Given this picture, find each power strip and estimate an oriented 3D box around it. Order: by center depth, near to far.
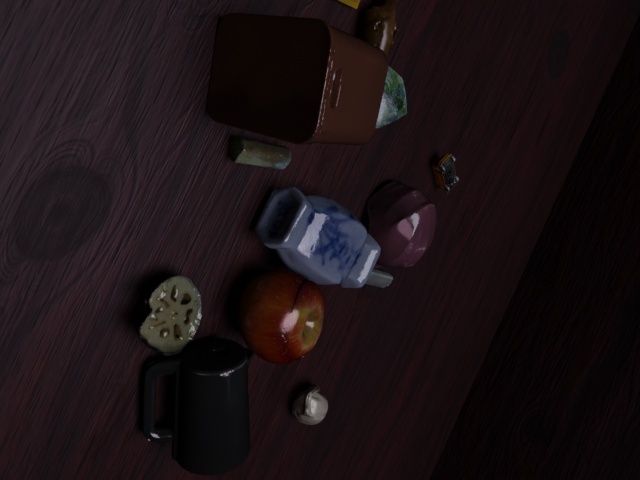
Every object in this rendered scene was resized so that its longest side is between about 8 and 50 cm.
[{"bbox_3d":[0.179,0.132,1.913,0.060,0.027,0.253,-48,145,19],"label":"power strip"}]

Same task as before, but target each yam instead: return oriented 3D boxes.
[{"bbox_3d":[-0.150,-0.219,1.353,0.169,0.068,0.068,0,108,-49],"label":"yam"}]

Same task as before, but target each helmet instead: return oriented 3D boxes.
[{"bbox_3d":[0.289,-0.029,1.848,0.271,0.197,0.338,-18,120,-45],"label":"helmet"}]

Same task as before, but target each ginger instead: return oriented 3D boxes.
[{"bbox_3d":[0.166,-0.545,1.524,0.133,0.107,0.309,-15,116,-28],"label":"ginger"}]

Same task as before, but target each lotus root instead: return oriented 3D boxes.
[{"bbox_3d":[-0.378,0.175,1.288,0.183,0.078,0.203,-56,145,-31],"label":"lotus root"}]

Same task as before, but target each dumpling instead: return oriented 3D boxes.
[{"bbox_3d":[-0.032,0.566,1.845,0.199,0.118,0.136,86,24,-69],"label":"dumpling"}]

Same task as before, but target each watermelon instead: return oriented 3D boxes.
[{"bbox_3d":[0.053,-0.416,1.465,0.320,0.213,0.289,-26,99,8],"label":"watermelon"}]

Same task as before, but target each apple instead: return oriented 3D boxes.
[{"bbox_3d":[-0.112,0.211,1.478,0.272,0.207,0.251,39,65,-65],"label":"apple"}]

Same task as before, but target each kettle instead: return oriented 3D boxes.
[{"bbox_3d":[-0.317,0.430,1.426,0.203,0.262,0.307,-62,156,-69],"label":"kettle"}]

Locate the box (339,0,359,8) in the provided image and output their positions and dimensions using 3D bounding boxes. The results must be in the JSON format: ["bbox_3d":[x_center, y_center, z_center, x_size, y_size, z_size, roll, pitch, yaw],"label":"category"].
[{"bbox_3d":[0.092,-0.700,1.401,0.087,0.023,0.155,1,119,-43],"label":"box"}]

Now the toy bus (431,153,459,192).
[{"bbox_3d":[0.471,-0.261,2.030,0.069,0.074,0.162,-44,138,-15],"label":"toy bus"}]

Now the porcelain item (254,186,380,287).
[{"bbox_3d":[0.000,0.000,1.545,0.405,0.179,0.242,30,85,-48],"label":"porcelain item"}]

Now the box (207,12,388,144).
[{"bbox_3d":[-0.049,-0.350,1.195,0.229,0.339,0.239,-6,112,-50],"label":"box"}]
